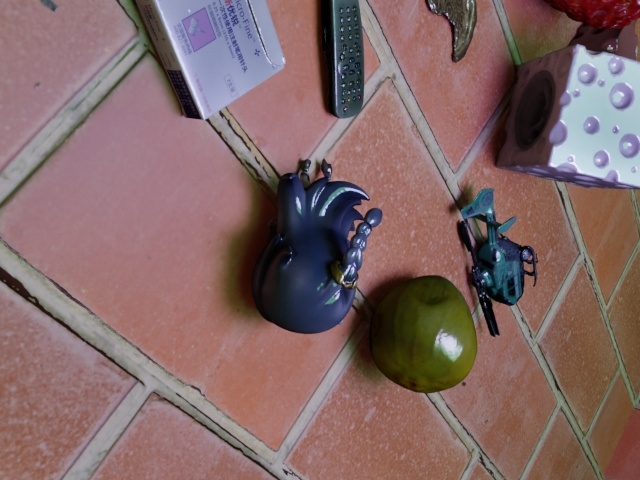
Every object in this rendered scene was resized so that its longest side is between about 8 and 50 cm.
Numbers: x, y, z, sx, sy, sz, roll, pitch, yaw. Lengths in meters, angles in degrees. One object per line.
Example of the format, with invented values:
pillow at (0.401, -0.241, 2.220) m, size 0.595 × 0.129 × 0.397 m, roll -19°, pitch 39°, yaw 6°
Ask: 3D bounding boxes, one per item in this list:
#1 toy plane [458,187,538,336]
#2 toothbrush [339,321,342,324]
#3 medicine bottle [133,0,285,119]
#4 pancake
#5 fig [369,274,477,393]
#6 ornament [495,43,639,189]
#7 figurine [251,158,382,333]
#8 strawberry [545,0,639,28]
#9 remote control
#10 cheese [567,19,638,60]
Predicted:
toy plane at (0.395, 0.037, 1.447) m, size 0.155 × 0.106 × 0.382 m, roll -34°, pitch 129°, yaw -20°
toothbrush at (0.057, 0.059, 1.167) m, size 0.013 × 0.019 × 0.193 m, roll 21°, pitch 85°, yaw -45°
medicine bottle at (-0.144, -0.287, 0.845) m, size 0.171 × 0.052 × 0.201 m, roll -41°, pitch 129°, yaw -31°
pancake at (0.243, -0.437, 1.212) m, size 0.190 × 0.020 × 0.184 m, roll -2°, pitch 104°, yaw -45°
fig at (0.187, 0.165, 1.206) m, size 0.207 × 0.207 × 0.230 m, roll 24°, pitch 56°, yaw -46°
ornament at (0.549, -0.247, 1.352) m, size 0.239 × 0.239 × 0.240 m, roll 11°, pitch 94°, yaw -9°
figurine at (-0.010, 0.011, 0.988) m, size 0.175 × 0.197 × 0.265 m, roll 8°, pitch 100°, yaw -10°
strawberry at (0.588, -0.570, 1.354) m, size 0.310 × 0.292 × 0.292 m, roll -41°, pitch 132°, yaw 4°
remote control at (0.035, -0.307, 1.024) m, size 0.072 × 0.042 × 0.222 m, roll -23°, pitch 118°, yaw -39°
cheese at (0.686, -0.458, 1.573) m, size 0.177 × 0.128 × 0.203 m, roll -31°, pitch 123°, yaw -36°
